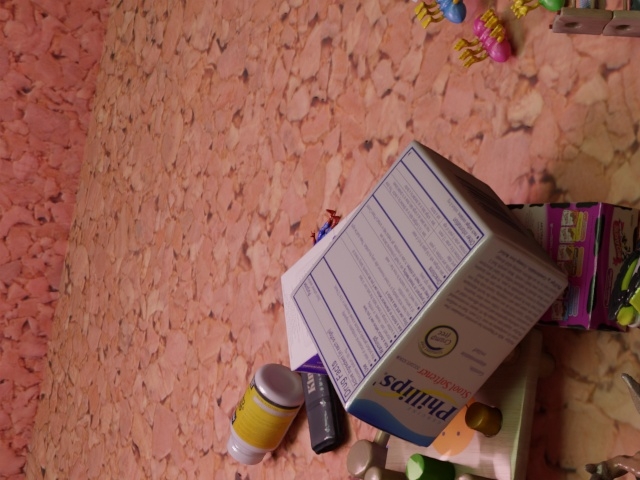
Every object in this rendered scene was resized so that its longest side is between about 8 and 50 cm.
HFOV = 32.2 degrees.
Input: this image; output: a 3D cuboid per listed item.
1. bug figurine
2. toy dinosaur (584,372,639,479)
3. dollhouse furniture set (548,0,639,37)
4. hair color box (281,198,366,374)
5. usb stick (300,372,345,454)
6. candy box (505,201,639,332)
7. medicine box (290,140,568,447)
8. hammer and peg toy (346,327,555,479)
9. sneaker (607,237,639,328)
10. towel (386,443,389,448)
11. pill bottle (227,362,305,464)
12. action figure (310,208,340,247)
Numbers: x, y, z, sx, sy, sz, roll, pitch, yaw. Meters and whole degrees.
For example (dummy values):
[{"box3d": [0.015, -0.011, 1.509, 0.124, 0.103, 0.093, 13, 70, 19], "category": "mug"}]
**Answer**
[{"box3d": [0.263, -0.378, 1.615, 0.279, 0.072, 0.216, -43, 54, 40], "category": "bug figurine"}, {"box3d": [0.402, 0.273, 1.179, 0.200, 0.127, 0.296, -33, 42, 42], "category": "toy dinosaur"}, {"box3d": [0.352, -0.336, 1.318, 0.184, 0.129, 0.129, 79, -166, -81], "category": "dollhouse furniture set"}, {"box3d": [0.066, 0.071, 1.799, 0.339, 0.110, 0.185, -43, 46, 49], "category": "hair color box"}, {"box3d": [-0.005, 0.233, 1.936, 0.077, 0.045, 0.278, -43, 47, 47], "category": "usb stick"}, {"box3d": [0.300, 0.033, 1.448, 0.233, 0.071, 0.159, 2, 85, 59], "category": "candy box"}, {"box3d": [0.128, 0.064, 1.430, 0.289, 0.149, 0.263, -52, 31, 15], "category": "medicine box"}, {"box3d": [0.153, 0.243, 1.535, 0.361, 0.127, 0.266, -10, 65, 53], "category": "hammer and peg toy"}, {"box3d": [0.436, -0.015, 1.209, 0.300, 0.121, 0.111, -58, 3, 6], "category": "sneaker"}, {"box3d": [0.127, 0.423, 1.674, 0.336, 0.040, 0.243, -63, 34, 28], "category": "towel"}, {"box3d": [-0.103, 0.321, 2.022, 0.184, 0.103, 0.103, -62, 36, 29], "category": "pill bottle"}, {"box3d": [0.000, 0.000, 2.006, 0.038, 0.030, 0.115, 48, 125, 47], "category": "action figure"}]
